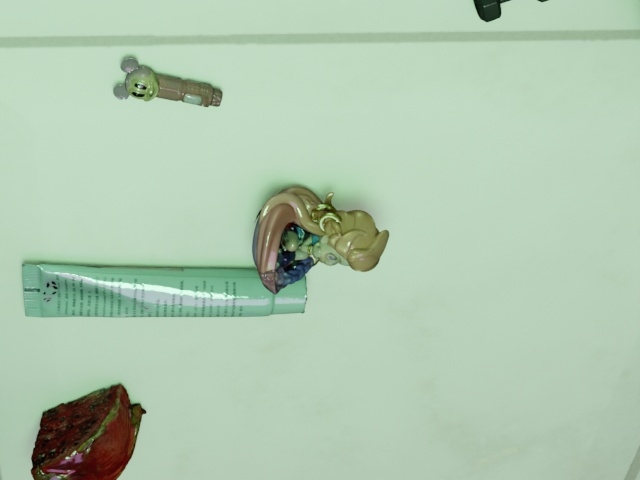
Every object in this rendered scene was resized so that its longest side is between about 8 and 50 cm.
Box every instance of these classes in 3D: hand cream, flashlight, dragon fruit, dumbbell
[{"bbox_3d":[-0.181,0.064,1.291,0.331,0.058,0.085,-1,134,-13],"label":"hand cream"},{"bbox_3d":[-0.153,-0.153,1.113,0.110,0.031,0.052,9,129,-21],"label":"flashlight"},{"bbox_3d":[-0.289,0.282,1.431,0.120,0.127,0.161,-17,134,13],"label":"dragon fruit"},{"bbox_3d":[0.197,-0.250,1.103,0.083,0.040,0.036,-19,166,4],"label":"dumbbell"}]

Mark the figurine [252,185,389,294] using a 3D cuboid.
[{"bbox_3d":[-0.003,-0.008,1.225,0.157,0.114,0.126,-15,152,22],"label":"figurine"}]
